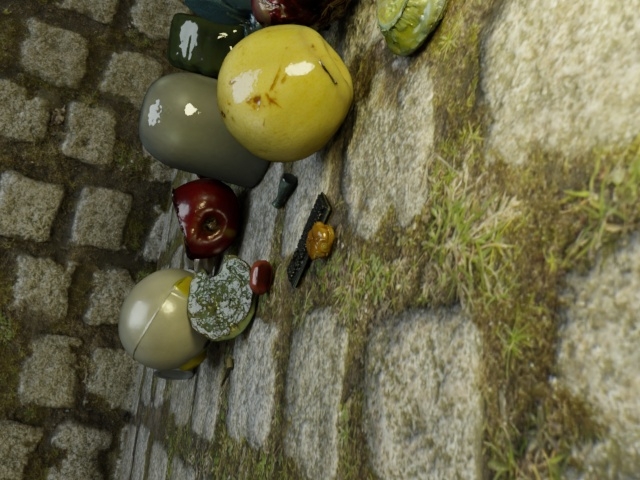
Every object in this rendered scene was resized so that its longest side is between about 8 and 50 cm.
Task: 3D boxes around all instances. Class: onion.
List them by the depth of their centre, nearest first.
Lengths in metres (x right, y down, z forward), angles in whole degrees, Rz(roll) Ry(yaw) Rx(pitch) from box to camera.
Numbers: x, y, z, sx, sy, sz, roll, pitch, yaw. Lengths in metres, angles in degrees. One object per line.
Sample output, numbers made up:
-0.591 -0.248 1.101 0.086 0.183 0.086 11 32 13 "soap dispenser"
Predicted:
-0.029 -0.601 1.365 0.232 0.314 0.314 56 149 0 "onion"

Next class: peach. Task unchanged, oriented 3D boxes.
-0.370 -0.083 2.010 0.362 0.201 0.257 -133 29 -77 "peach"

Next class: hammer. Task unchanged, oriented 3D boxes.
-0.284 0.399 1.781 0.035 0.019 0.110 -106 34 -49 "hammer"

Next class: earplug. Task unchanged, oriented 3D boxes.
-0.363 -0.360 1.873 0.312 0.394 0.312 -167 90 -68 "earplug"

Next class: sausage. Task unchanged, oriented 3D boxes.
-0.160 0.098 1.592 0.054 0.059 0.094 163 115 -71 "sausage"

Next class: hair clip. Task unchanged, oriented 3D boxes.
-0.132 -0.645 1.646 0.238 0.392 0.318 -54 18 -12 "hair clip"

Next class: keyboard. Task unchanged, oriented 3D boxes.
-0.029 0.002 1.385 0.093 0.025 0.230 -111 40 -57 "keyboard"

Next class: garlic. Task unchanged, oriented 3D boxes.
-0.422 0.077 2.164 0.131 0.127 0.194 -59 -27 -46 "garlic"

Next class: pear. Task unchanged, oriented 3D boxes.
-0.076 -0.329 1.333 0.309 0.309 0.309 -43 41 53 "pear"

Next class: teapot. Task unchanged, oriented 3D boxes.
-0.100 -0.129 1.599 0.110 0.043 0.043 119 152 -43 "teapot"

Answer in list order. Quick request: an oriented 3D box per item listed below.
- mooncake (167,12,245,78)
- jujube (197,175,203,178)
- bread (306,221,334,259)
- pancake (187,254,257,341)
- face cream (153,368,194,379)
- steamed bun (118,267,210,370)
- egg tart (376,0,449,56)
-0.330 -0.631 1.991 0.356 0.356 0.194 -131 49 -62 "mooncake"
-0.414 -0.317 2.242 0.255 0.190 0.190 135 142 -67 "jujube"
0.000 0.000 1.291 0.083 0.046 0.081 -41 45 53 "bread"
-0.282 0.168 1.716 0.253 0.037 0.253 -7 73 24 "pancake"
-0.528 0.322 2.226 0.145 0.145 0.369 -46 37 51 "face cream"
-0.479 0.250 1.910 0.374 0.334 0.334 -173 96 -87 "steamed bun"
0.164 -0.436 1.097 0.197 0.078 0.197 -170 90 -67 "egg tart"
